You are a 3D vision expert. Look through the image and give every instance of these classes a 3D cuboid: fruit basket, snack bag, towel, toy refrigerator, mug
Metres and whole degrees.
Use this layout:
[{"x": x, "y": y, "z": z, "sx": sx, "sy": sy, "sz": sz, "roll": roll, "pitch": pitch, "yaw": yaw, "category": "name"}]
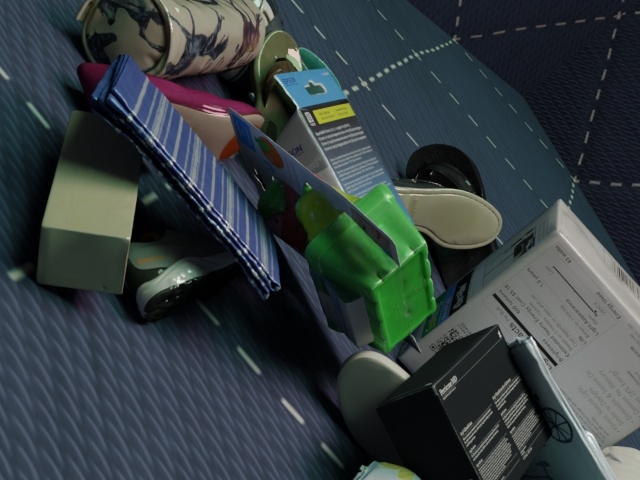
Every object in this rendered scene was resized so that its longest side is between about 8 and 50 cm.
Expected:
[{"x": 0.000, "y": 0.000, "z": 1.564, "sx": 0.353, "sy": 0.165, "sz": 0.327, "roll": 34, "pitch": -22, "yaw": 28, "category": "fruit basket"}, {"x": 0.335, "y": 0.322, "z": 1.660, "sx": 0.037, "sy": 0.323, "sz": 0.343, "roll": -27, "pitch": 83, "yaw": -23, "category": "snack bag"}, {"x": -0.170, "y": -0.089, "z": 1.392, "sx": 0.336, "sy": 0.040, "sz": 0.243, "roll": 51, "pitch": 10, "yaw": -19, "category": "towel"}, {"x": -0.280, "y": -0.051, "z": 1.324, "sx": 0.102, "sy": 0.094, "sz": 0.270, "roll": 8, "pitch": 35, "yaw": -11, "category": "toy refrigerator"}, {"x": -0.025, "y": -0.315, "z": 2.239, "sx": 0.158, "sy": 0.097, "sz": 0.129, "roll": 47, "pitch": 22, "yaw": -7, "category": "mug"}]

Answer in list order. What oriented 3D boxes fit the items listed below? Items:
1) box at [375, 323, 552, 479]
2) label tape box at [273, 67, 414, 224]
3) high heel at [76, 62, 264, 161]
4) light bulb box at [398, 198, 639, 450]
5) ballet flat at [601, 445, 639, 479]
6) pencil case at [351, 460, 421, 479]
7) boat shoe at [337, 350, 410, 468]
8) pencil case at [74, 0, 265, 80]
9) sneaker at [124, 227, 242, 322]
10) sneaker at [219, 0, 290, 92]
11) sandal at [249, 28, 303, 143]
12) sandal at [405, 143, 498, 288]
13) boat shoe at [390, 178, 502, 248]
[{"x": 0.205, "y": 0.249, "z": 1.472, "sx": 0.261, "sy": 0.103, "sz": 0.184, "roll": -26, "pitch": 92, "yaw": -59, "category": "box"}, {"x": 0.015, "y": -0.133, "z": 1.933, "sx": 0.348, "sy": 0.115, "sz": 0.249, "roll": 60, "pitch": 24, "yaw": 1, "category": "label tape box"}, {"x": -0.223, "y": -0.220, "z": 1.699, "sx": 0.181, "sy": 0.127, "sz": 0.377, "roll": 48, "pitch": 18, "yaw": 11, "category": "high heel"}, {"x": 0.394, "y": 0.190, "z": 1.871, "sx": 0.358, "sy": 0.361, "sz": 0.225, "roll": 48, "pitch": 21, "yaw": -3, "category": "light bulb box"}, {"x": 0.494, "y": 0.410, "z": 1.771, "sx": 0.139, "sy": 0.139, "sz": 0.400, "roll": 62, "pitch": 1, "yaw": 27, "category": "ballet flat"}, {"x": 0.042, "y": 0.354, "z": 1.278, "sx": 0.273, "sy": 0.113, "sz": 0.124, "roll": -12, "pitch": 86, "yaw": -64, "category": "pencil case"}, {"x": 0.148, "y": 0.282, "z": 1.603, "sx": 0.341, "sy": 0.127, "sz": 0.158, "roll": 54, "pitch": 18, "yaw": -12, "category": "boat shoe"}, {"x": -0.248, "y": -0.362, "z": 1.823, "sx": 0.183, "sy": 0.160, "sz": 0.410, "roll": 26, "pitch": 19, "yaw": 12, "category": "pencil case"}, {"x": -0.175, "y": 0.023, "z": 1.430, "sx": 0.108, "sy": 0.100, "sz": 0.271, "roll": 48, "pitch": 22, "yaw": 11, "category": "sneaker"}, {"x": -0.127, "y": -0.403, "z": 2.160, "sx": 0.127, "sy": 0.126, "sz": 0.321, "roll": 32, "pitch": 39, "yaw": -26, "category": "sneaker"}, {"x": -0.069, "y": -0.264, "z": 1.976, "sx": 0.120, "sy": 0.086, "sz": 0.303, "roll": 28, "pitch": 52, "yaw": -35, "category": "sandal"}, {"x": 0.283, "y": -0.073, "z": 2.326, "sx": 0.107, "sy": 0.167, "sz": 0.446, "roll": 40, "pitch": 24, "yaw": -42, "category": "sandal"}, {"x": 0.205, "y": -0.064, "z": 2.172, "sx": 0.340, "sy": 0.127, "sz": 0.113, "roll": 4, "pitch": 21, "yaw": -21, "category": "boat shoe"}]
